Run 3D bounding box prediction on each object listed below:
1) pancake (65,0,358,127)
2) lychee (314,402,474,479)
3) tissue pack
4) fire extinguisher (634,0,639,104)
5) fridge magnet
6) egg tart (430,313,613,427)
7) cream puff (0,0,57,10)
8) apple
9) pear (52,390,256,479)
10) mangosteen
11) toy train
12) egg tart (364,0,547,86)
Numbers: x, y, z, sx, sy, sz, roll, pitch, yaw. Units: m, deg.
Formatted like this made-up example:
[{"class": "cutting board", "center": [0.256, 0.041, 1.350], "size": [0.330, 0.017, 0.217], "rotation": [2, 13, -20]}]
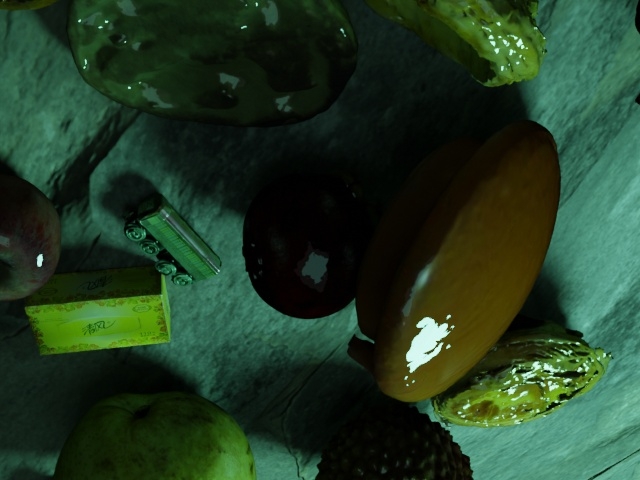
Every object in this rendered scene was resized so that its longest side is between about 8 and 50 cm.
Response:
[{"class": "pancake", "center": [-0.104, -0.203, 0.831], "size": [0.294, 0.049, 0.294], "rotation": [2, 149, 1]}, {"class": "lychee", "center": [0.121, 0.387, 1.316], "size": [0.267, 0.267, 0.267], "rotation": [-5, 132, -6]}, {"class": "tissue pack", "center": [-0.292, 0.093, 1.096], "size": [0.176, 0.062, 0.095], "rotation": [-5, 132, -7]}, {"class": "fire extinguisher", "center": [0.379, -0.301, 0.828], "size": [0.141, 0.105, 0.341], "rotation": [-31, 138, -26]}, {"class": "fridge magnet", "center": [0.168, 0.024, 0.977], "size": [0.363, 0.155, 0.364], "rotation": [-40, 147, -33]}, {"class": "egg tart", "center": [0.298, 0.195, 1.256], "size": [0.297, 0.132, 0.297], "rotation": [-10, 144, -7]}, {"class": "cream puff", "center": [-0.280, -0.274, 0.747], "size": [0.119, 0.104, 0.133], "rotation": [-33, 128, 27]}, {"class": "apple", "center": [-0.376, -0.008, 0.953], "size": [0.153, 0.120, 0.153], "rotation": [-1, 133, -1]}, {"class": "pear", "center": [-0.245, 0.358, 1.193], "size": [0.304, 0.304, 0.304], "rotation": [-5, 132, -6]}, {"class": "mangosteen", "center": [0.000, 0.000, 1.007], "size": [0.199, 0.200, 0.200], "rotation": [-5, 132, -6]}, {"class": "toy train", "center": [-0.190, 0.005, 1.052], "size": [0.071, 0.038, 0.148], "rotation": [-26, 132, 13]}, {"class": "egg tart", "center": [0.098, -0.250, 0.734], "size": [0.294, 0.294, 0.123], "rotation": [28, 102, -30]}]
